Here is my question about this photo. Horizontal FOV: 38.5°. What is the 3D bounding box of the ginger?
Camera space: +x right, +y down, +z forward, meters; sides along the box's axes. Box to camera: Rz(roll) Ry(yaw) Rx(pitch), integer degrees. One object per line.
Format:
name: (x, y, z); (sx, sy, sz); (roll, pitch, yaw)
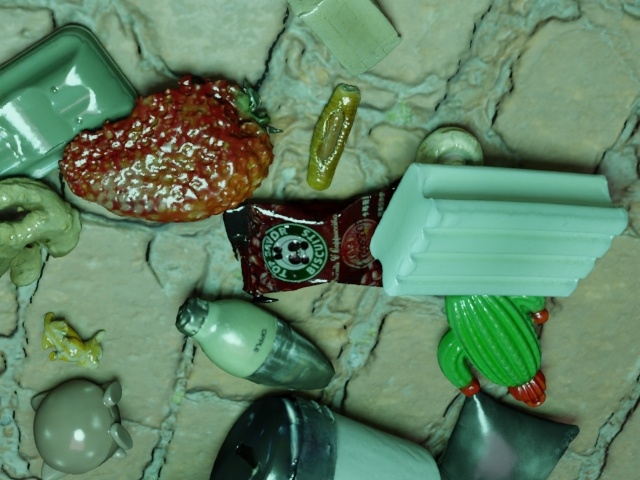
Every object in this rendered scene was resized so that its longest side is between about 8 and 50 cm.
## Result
ginger: (-0.385, 0.022, 1.096); (0.149, 0.065, 0.259); (16, 132, -45)

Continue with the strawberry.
strawberry: (-0.154, -0.078, 1.030); (0.236, 0.106, 0.175); (-34, 137, 2)

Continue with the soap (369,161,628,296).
soap: (0.213, -0.009, 1.108); (0.266, 0.087, 0.159); (1, 138, -22)

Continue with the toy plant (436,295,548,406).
toy plant: (0.235, 0.146, 1.250); (0.155, 0.088, 0.240); (-9, 123, -4)

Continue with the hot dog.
hot dog: (0.011, -0.121, 1.097); (0.044, 0.028, 0.137); (17, 119, -9)

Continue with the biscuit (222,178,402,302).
biscuit: (0.001, 0.005, 1.150); (0.236, 0.063, 0.151); (-6, 121, -3)

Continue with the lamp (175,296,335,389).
lamp: (-0.079, 0.137, 1.196); (0.250, 0.101, 0.101); (28, 114, -28)

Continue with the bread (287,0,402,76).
bread: (0.016, -0.266, 1.014); (0.077, 0.105, 0.152); (-33, 151, 12)

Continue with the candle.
candle: (0.032, 0.357, 1.275); (0.343, 0.221, 0.221); (26, 114, -22)

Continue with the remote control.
remote control: (-0.371, -0.108, 1.033); (0.335, 0.065, 0.128); (-29, 118, 10)

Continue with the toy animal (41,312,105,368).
toy animal: (-0.321, 0.134, 1.201); (0.060, 0.081, 0.083); (-49, 151, 12)

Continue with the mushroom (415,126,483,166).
mushroom: (0.156, -0.095, 1.108); (0.084, 0.067, 0.083); (-4, 128, -5)

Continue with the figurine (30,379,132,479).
figurine: (-0.323, 0.249, 1.226); (0.138, 0.125, 0.125); (-21, 122, 17)

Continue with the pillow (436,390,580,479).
pillow: (0.250, 0.343, 1.361); (0.186, 0.106, 0.249); (19, 113, -9)
